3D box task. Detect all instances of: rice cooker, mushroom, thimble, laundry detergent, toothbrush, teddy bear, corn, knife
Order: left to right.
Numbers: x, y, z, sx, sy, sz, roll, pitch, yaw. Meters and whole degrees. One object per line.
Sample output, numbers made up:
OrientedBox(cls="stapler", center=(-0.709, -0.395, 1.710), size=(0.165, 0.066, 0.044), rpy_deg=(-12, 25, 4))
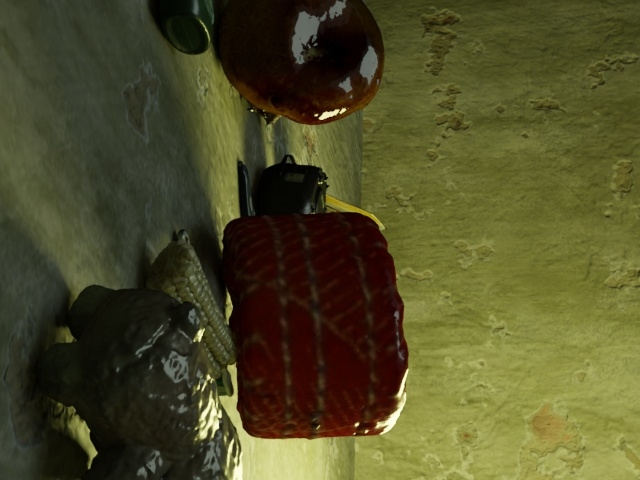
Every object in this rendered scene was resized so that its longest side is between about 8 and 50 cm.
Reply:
OrientedBox(cls="teddy bear", center=(-0.160, 0.171, 0.911), size=(0.236, 0.151, 0.267), rpy_deg=(-75, 160, -55))
OrientedBox(cls="corn", center=(-0.163, 0.091, 1.159), size=(0.210, 0.087, 0.087), rpy_deg=(71, 18, -44))
OrientedBox(cls="laundry detergent", center=(-0.172, -0.360, 1.241), size=(0.137, 0.063, 0.210), rpy_deg=(68, 20, -71))
OrientedBox(cls="toothbrush", center=(-0.159, 0.108, 1.320), size=(0.030, 0.030, 0.303), rpy_deg=(-80, 165, -53))
OrientedBox(cls="knife", center=(-0.126, -0.076, 1.608), size=(0.031, 0.018, 0.121), rpy_deg=(-33, 120, -71))
OrientedBox(cls="mushroom", center=(-0.047, -0.320, 1.545), size=(0.267, 0.255, 0.267), rpy_deg=(-20, 119, -41))
OrientedBox(cls="rice cooker", center=(-0.053, -0.067, 1.743), size=(0.203, 0.119, 0.142), rpy_deg=(-77, 163, -47))
OrientedBox(cls="thimble", center=(-0.017, 0.122, 1.359), size=(0.350, 0.231, 0.349), rpy_deg=(176, -90, -82))

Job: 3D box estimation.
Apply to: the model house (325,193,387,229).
OrientedBox(cls="model house", center=(0.000, 0.000, 1.946), size=(0.207, 0.219, 0.135), rpy_deg=(151, -41, -70))

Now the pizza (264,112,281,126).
OrientedBox(cls="pizza", center=(-0.057, -0.324, 1.728), size=(0.069, 0.147, 0.226), rpy_deg=(-16, 105, -41))
